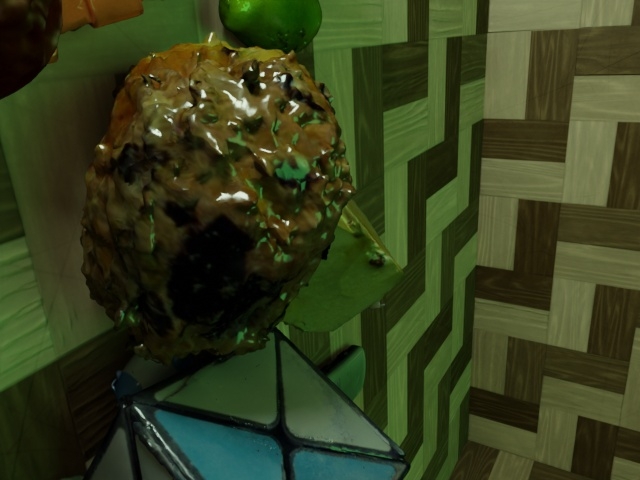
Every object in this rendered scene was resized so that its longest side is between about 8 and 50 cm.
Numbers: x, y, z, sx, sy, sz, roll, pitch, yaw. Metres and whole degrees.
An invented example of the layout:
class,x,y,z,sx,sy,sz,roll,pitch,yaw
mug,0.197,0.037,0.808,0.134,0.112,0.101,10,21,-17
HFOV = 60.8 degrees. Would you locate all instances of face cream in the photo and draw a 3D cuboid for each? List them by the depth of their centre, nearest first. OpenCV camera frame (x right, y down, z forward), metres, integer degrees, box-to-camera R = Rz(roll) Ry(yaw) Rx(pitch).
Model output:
class,x,y,z,sx,sy,sz,roll,pitch,yaw
face cream,-0.198,0.151,0.825,0.264,0.083,0.149,-46,160,-37

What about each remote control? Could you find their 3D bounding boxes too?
class,x,y,z,sx,sy,sz,roll,pitch,yaw
remote control,0.030,0.360,1.329,0.296,0.056,0.140,-25,121,-57

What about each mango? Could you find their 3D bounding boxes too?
class,x,y,z,sx,sy,sz,roll,pitch,yaw
mango,-0.083,-0.359,0.882,0.233,0.111,0.125,-31,120,-52

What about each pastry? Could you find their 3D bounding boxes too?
class,x,y,z,sx,sy,sz,roll,pitch,yaw
pastry,-0.119,-0.055,0.647,0.292,0.337,0.405,14,81,-26

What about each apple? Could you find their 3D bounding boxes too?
class,x,y,z,sx,sy,sz,roll,pitch,yaw
apple,0.000,0.000,0.992,0.309,0.252,0.314,37,64,-44

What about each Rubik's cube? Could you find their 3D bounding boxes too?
class,x,y,z,sx,sy,sz,roll,pitch,yaw
Rubik's cube,-0.106,0.345,0.737,0.307,0.305,0.310,-19,145,-56

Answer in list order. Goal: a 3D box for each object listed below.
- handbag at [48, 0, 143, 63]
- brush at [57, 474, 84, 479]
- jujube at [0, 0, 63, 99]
class,x,y,z,sx,sy,sz,roll,pitch,yaw
handbag,-0.276,-0.365,0.546,0.410,0.116,0.304,-50,141,-41
brush,-0.362,0.309,0.656,0.178,0.033,0.030,1,82,-60
jujube,-0.275,-0.173,0.326,0.250,0.174,0.174,-12,109,-78
